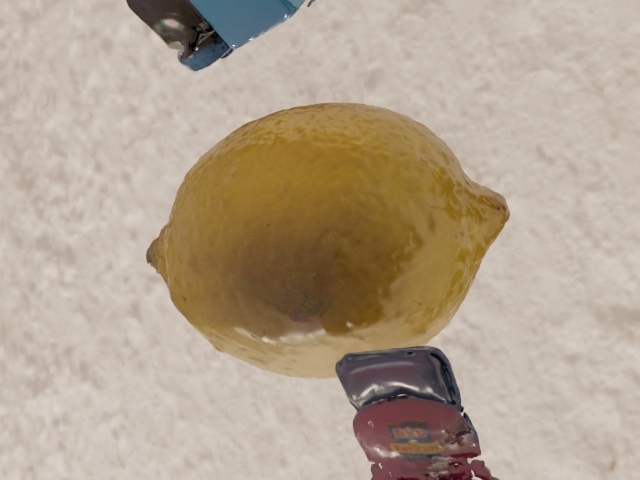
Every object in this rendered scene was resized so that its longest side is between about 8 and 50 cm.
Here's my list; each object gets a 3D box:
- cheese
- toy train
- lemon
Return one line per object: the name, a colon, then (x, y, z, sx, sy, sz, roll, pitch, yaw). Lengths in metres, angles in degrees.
cheese: (0.046, 0.103, 0.361, 0.095, 0.038, 0.145, -10, 107, 32)
toy train: (-0.097, -0.352, 1.171, 0.265, 0.188, 0.300, -20, 36, 37)
lemon: (0.000, 0.000, 0.684, 0.256, 0.188, 0.188, -10, 84, 13)
